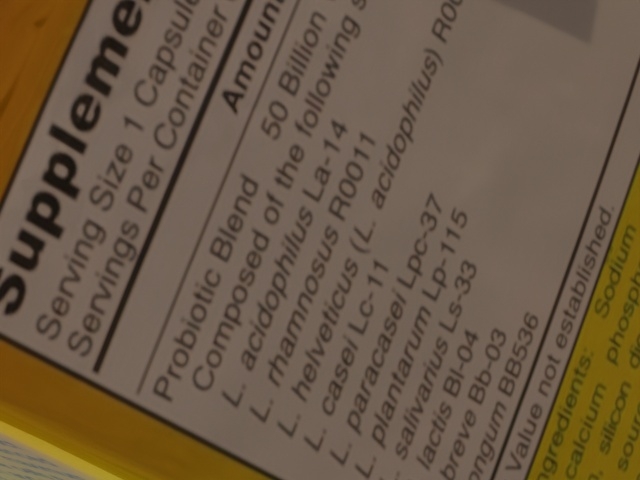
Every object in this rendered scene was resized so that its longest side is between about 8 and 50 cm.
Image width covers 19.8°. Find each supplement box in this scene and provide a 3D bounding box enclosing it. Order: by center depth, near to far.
[{"bbox_3d":[0.000,0.000,0.508,0.356,0.195,0.194,34,-109,-38],"label":"supplement box"}]
